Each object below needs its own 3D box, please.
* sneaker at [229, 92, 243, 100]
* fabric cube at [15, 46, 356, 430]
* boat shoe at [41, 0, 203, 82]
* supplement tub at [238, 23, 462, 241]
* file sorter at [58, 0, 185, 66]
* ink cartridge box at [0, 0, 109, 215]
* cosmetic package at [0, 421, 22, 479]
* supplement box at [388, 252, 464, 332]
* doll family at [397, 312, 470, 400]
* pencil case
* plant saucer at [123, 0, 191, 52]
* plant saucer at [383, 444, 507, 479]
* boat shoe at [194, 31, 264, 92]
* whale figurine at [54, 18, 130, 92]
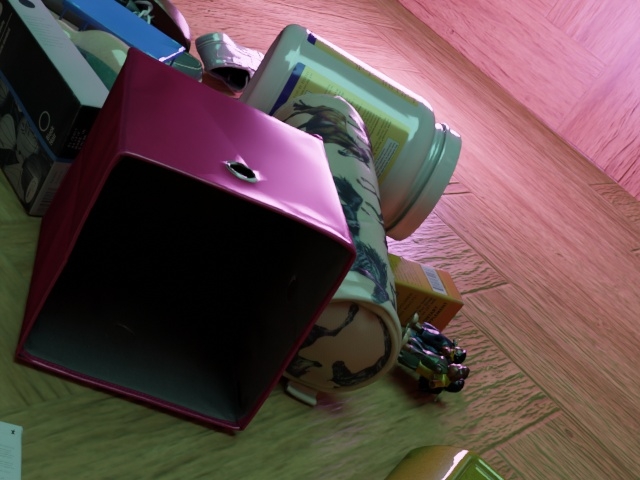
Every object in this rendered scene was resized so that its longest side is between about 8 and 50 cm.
[{"bbox_3d":[-0.130,-0.228,1.734,0.170,0.051,0.089,17,29,-43],"label":"sneaker"},{"bbox_3d":[-0.143,-0.005,1.050,0.254,0.259,0.258,23,26,-20],"label":"fabric cube"},{"bbox_3d":[-0.328,-0.363,1.669,0.319,0.099,0.116,27,22,-19],"label":"boat shoe"},{"bbox_3d":[0.033,-0.165,1.586,0.331,0.241,0.241,30,25,-11],"label":"supplement tub"},{"bbox_3d":[-0.322,-0.295,1.545,0.170,0.104,0.118,33,25,-1],"label":"file sorter"},{"bbox_3d":[-0.370,-0.196,1.231,0.065,0.165,0.332,3,38,-45],"label":"ink cartridge box"},{"bbox_3d":[-0.345,0.163,0.730,0.239,0.060,0.099,21,29,-27],"label":"cosmetic package"},{"bbox_3d":[0.092,0.066,1.437,0.233,0.078,0.080,18,32,-30],"label":"supplement box"},{"bbox_3d":[0.158,0.161,1.351,0.111,0.076,0.193,31,21,5],"label":"doll family"},{"bbox_3d":[0.000,0.000,1.261,0.160,0.183,0.410,14,41,-18],"label":"pencil case"},{"bbox_3d":[-0.286,-0.398,1.751,0.168,0.029,0.168,38,-14,11],"label":"plant saucer"},{"bbox_3d":[0.187,0.359,1.016,0.333,0.081,0.333,40,24,13],"label":"plant saucer"},{"bbox_3d":[-0.158,-0.311,1.822,0.227,0.079,0.081,15,62,-67],"label":"boat shoe"},{"bbox_3d":[-0.337,-0.203,1.346,0.272,0.141,0.216,26,-21,27],"label":"whale figurine"}]
